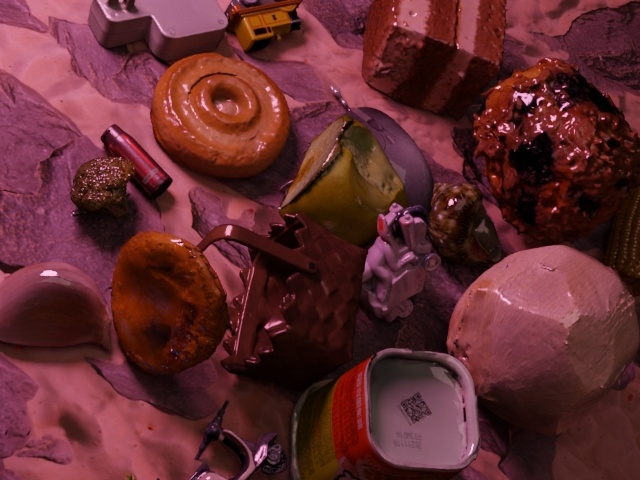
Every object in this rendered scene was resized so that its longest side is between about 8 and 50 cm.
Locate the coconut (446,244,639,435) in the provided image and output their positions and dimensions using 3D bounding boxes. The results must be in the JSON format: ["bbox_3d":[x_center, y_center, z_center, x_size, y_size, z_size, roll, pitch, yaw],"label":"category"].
[{"bbox_3d":[0.419,0.190,1.707,0.360,0.346,0.346,-33,79,-40],"label":"coconut"}]

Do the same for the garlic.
[{"bbox_3d":[-0.500,0.112,1.534,0.266,0.128,0.148,-6,54,-13],"label":"garlic"}]

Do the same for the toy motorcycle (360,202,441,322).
[{"bbox_3d":[0.133,0.054,1.735,0.170,0.260,0.110,-9,32,-24],"label":"toy motorcycle"}]

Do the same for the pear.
[{"bbox_3d":[0.071,-0.093,1.785,0.292,0.159,0.292,30,46,-37],"label":"pear"}]

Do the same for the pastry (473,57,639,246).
[{"bbox_3d":[0.508,-0.184,1.895,0.292,0.337,0.405,-23,97,-35],"label":"pastry"}]

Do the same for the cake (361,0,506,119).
[{"bbox_3d":[0.257,-0.464,2.042,0.290,0.256,0.282,14,61,-10],"label":"cake"}]

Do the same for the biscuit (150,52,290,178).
[{"bbox_3d":[-0.202,-0.266,1.841,0.296,0.102,0.296,9,59,-16],"label":"biscuit"}]

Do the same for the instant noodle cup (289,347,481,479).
[{"bbox_3d":[0.115,0.329,1.528,0.293,0.308,0.294,10,60,-17],"label":"instant noodle cup"}]

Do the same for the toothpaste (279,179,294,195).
[{"bbox_3d":[0.000,0.000,1.813,0.096,0.061,0.266,-21,79,-32],"label":"toothpaste"}]

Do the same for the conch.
[{"bbox_3d":[0.301,-0.038,1.899,0.187,0.124,0.181,10,76,-52],"label":"conch"}]

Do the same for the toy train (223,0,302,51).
[{"bbox_3d":[-0.125,-0.501,2.004,0.219,0.089,0.127,-20,83,-30],"label":"toy train"}]

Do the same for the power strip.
[{"bbox_3d":[-0.352,-0.507,1.886,0.261,0.141,0.229,-21,72,-33],"label":"power strip"}]

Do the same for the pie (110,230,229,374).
[{"bbox_3d":[-0.267,0.108,1.525,0.273,0.273,0.069,53,36,10],"label":"pie"}]

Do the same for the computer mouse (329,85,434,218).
[{"bbox_3d":[0.132,-0.207,1.952,0.167,0.090,0.379,-26,74,-32],"label":"computer mouse"}]

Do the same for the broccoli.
[{"bbox_3d":[-0.404,-0.099,1.666,0.120,0.130,0.131,56,13,-36],"label":"broccoli"}]

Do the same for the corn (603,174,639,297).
[{"bbox_3d":[0.747,-0.025,2.082,0.131,0.131,0.344,31,55,-4],"label":"corn"}]

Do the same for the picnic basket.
[{"bbox_3d":[-0.096,0.096,1.597,0.321,0.254,0.291,26,53,-23],"label":"picnic basket"}]

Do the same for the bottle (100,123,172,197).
[{"bbox_3d":[-0.364,-0.159,1.743,0.164,0.060,0.060,46,57,6],"label":"bottle"}]

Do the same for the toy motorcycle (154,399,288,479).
[{"bbox_3d":[-0.177,0.401,1.504,0.157,0.091,0.263,42,59,8],"label":"toy motorcycle"}]
